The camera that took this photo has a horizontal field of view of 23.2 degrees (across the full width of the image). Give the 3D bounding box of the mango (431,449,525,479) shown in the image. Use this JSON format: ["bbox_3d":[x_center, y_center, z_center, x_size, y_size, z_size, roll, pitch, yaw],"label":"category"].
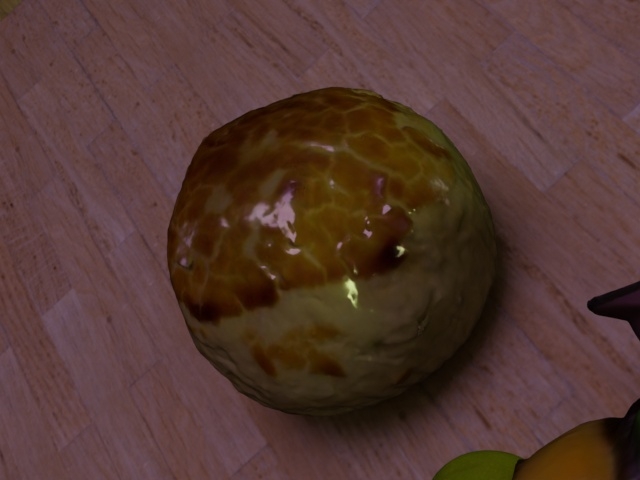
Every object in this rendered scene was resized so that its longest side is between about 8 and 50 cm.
[{"bbox_3d":[0.174,0.313,1.493,0.175,0.143,0.293,-39,30,17],"label":"mango"}]

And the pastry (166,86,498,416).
[{"bbox_3d":[0.000,0.000,1.757,0.388,0.312,0.388,-20,51,28],"label":"pastry"}]

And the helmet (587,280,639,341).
[{"bbox_3d":[0.432,0.069,1.400,0.338,0.271,0.197,-29,75,17],"label":"helmet"}]

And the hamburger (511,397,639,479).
[{"bbox_3d":[0.348,0.283,1.205,0.277,0.396,0.395,-26,44,22],"label":"hamburger"}]
